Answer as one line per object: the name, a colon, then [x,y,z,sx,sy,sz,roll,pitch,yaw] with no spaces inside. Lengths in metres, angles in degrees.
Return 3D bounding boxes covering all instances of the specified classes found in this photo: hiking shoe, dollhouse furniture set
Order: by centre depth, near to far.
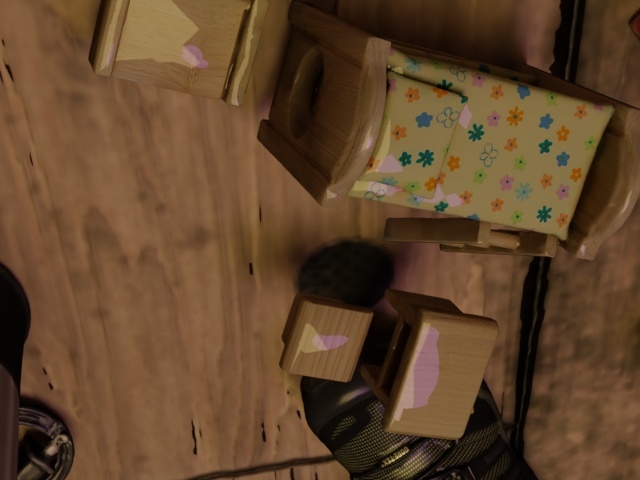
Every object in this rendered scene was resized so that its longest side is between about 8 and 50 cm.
dollhouse furniture set: [0.000,0.000,0.389,0.182,0.101,0.160,10,106,-21]
hiking shoe: [0.074,0.136,0.530,0.086,0.114,0.227,-35,127,13]

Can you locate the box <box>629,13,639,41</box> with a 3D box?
box: [0.295,-0.103,0.380,0.300,0.154,0.142,-39,126,18]

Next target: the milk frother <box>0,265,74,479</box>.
milk frother: [-0.152,0.100,0.435,0.143,0.134,0.129,32,115,-32]
